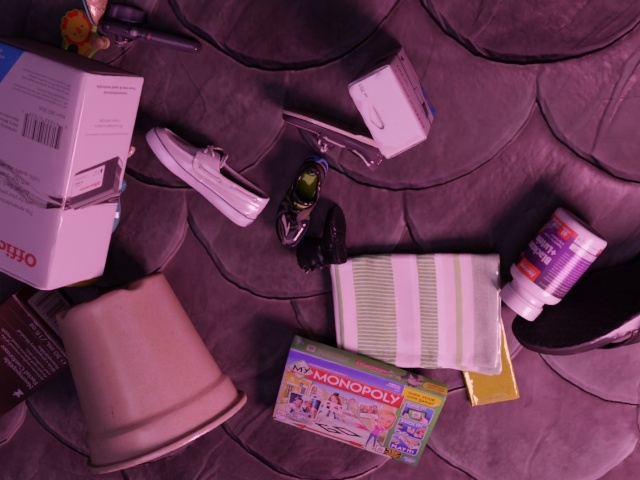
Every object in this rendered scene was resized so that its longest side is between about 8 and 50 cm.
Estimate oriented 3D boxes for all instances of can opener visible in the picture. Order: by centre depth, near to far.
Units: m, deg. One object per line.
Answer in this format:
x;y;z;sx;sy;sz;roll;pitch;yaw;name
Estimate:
-0.307;-0.373;1.555;0.186;0.059;0.073;19;112;4;can opener

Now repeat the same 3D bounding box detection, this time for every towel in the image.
0.182;0.142;1.651;0.325;0.038;0.248;0;110;18;towel
0.317;0.215;1.678;0.102;0.021;0.237;-11;108;16;towel

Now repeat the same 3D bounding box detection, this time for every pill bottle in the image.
0.410;0.046;1.537;0.108;0.108;0.193;35;105;-3;pill bottle

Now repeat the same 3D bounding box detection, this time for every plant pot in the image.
-0.355;0.238;1.681;0.334;0.334;0.305;-20;95;18;plant pot

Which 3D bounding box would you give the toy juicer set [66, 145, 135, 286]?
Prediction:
-0.481;-0.086;1.696;0.209;0.089;0.329;32;110;19;toy juicer set

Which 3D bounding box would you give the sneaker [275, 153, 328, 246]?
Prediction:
-0.042;-0.072;1.607;0.067;0.078;0.188;24;114;2;sneaker

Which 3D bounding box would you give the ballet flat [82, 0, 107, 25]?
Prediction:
-0.409;-0.491;1.527;0.067;0.073;0.206;-15;111;1;ballet flat

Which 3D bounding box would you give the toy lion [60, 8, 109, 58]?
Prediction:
-0.450;-0.377;1.599;0.096;0.034;0.100;44;113;0;toy lion

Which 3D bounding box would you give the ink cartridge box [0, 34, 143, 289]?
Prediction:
-0.515;-0.147;1.560;0.285;0.166;0.395;22;106;22;ink cartridge box

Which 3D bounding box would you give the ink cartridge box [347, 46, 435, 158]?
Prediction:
0.124;-0.237;1.451;0.082;0.190;0.139;-25;104;19;ink cartridge box

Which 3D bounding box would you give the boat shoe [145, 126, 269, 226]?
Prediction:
-0.208;-0.138;1.616;0.258;0.095;0.084;40;109;-17;boat shoe

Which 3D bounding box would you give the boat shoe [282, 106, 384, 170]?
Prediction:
0.021;-0.184;1.555;0.206;0.075;0.065;20;110;-2;boat shoe

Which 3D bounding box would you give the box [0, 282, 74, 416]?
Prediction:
-0.680;0.251;1.825;0.381;0.143;0.191;-36;101;23;box

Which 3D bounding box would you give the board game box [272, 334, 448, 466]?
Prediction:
0.074;0.326;1.729;0.317;0.046;0.213;17;128;4;board game box

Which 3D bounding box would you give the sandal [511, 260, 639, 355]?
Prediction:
0.565;0.119;1.525;0.446;0.167;0.107;-22;122;18;sandal

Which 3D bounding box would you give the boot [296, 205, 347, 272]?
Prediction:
0.000;0.000;1.642;0.099;0.045;0.121;-10;81;36;boot
